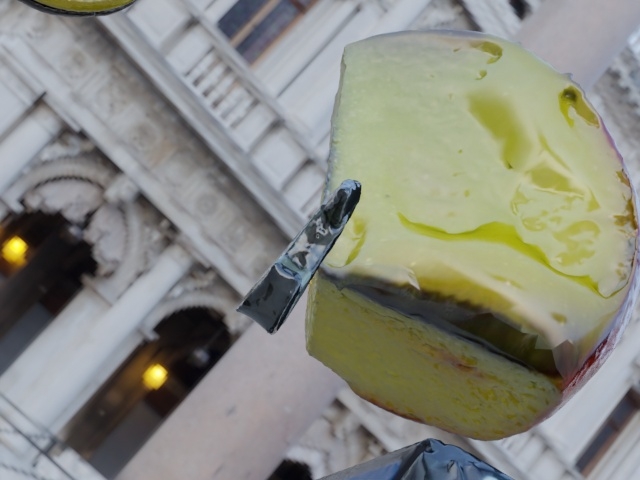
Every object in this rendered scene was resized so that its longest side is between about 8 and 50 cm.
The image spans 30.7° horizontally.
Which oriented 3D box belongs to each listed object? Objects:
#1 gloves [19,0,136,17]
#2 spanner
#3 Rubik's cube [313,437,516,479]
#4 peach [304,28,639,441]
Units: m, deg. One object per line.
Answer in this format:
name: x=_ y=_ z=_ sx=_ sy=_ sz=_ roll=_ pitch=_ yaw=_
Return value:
gloves: x=-0.066 y=-0.203 z=0.499 sx=0.294 sy=0.133 sz=0.116 roll=-22 pitch=-98 yaw=57
spanner: x=0.000 y=0.000 z=0.699 sx=0.024 sy=0.087 sz=0.316 roll=34 pitch=4 yaw=2
Rubik's cube: x=0.075 y=0.301 z=0.733 sx=0.250 sy=0.246 sz=0.248 roll=33 pitch=-27 yaw=-12
peach: x=0.135 y=0.009 z=1.085 sx=0.306 sy=0.380 sz=0.242 roll=-1 pitch=-39 yaw=2
